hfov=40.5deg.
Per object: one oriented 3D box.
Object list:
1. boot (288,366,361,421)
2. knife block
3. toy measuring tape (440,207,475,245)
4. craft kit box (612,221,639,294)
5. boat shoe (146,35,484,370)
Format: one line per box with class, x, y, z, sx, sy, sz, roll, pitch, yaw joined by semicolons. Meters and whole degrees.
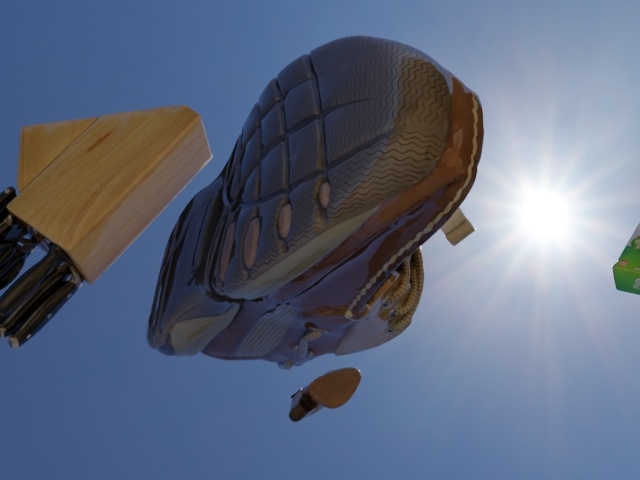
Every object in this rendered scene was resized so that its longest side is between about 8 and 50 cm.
boot;0.009;0.174;1.035;0.042;0.118;0.087;56;-160;1
knife block;-0.254;-0.014;0.948;0.276;0.088;0.242;-8;-117;-1
toy measuring tape;0.111;-0.136;1.172;0.121;0.121;0.330;-25;-106;-29
craft kit box;0.608;0.000;1.303;0.246;0.250;0.061;-47;-47;-31
boat shoe;0.000;0.000;0.460;0.116;0.324;0.123;19;-111;-17
